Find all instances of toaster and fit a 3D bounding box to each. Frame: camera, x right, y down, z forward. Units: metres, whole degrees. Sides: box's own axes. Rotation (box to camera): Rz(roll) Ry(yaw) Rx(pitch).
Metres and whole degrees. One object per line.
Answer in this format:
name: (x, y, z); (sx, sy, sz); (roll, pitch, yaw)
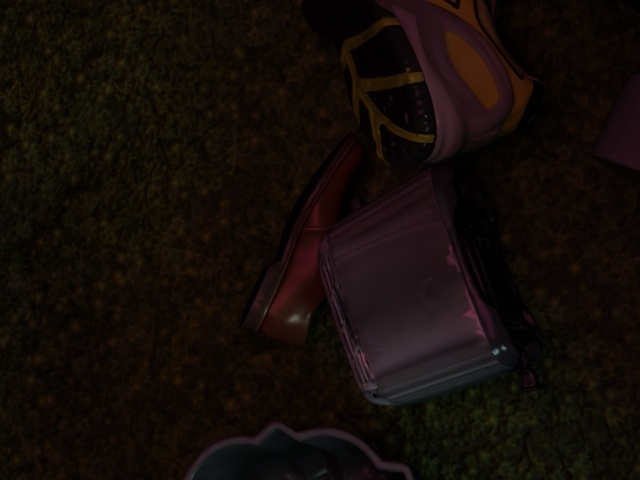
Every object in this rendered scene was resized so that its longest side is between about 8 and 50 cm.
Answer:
toaster: (0.097, 0.053, 1.155); (0.146, 0.129, 0.227); (-25, 76, 23)

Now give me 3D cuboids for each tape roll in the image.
tape roll: (0.325, -0.051, 1.018); (0.219, 0.219, 0.072); (29, 96, 24)

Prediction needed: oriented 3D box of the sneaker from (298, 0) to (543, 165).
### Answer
sneaker: (0.077, -0.229, 1.214); (0.145, 0.147, 0.384); (117, 141, -53)

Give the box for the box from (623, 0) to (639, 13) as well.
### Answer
box: (0.317, -0.301, 0.914); (0.472, 0.480, 0.297); (44, 101, 23)

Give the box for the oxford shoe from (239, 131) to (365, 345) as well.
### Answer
oxford shoe: (0.000, 0.000, 1.245); (0.076, 0.076, 0.212); (25, 90, -6)

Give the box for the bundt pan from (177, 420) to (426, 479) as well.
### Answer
bundt pan: (-0.001, 0.326, 1.157); (0.331, 0.124, 0.330); (-4, 81, 24)
